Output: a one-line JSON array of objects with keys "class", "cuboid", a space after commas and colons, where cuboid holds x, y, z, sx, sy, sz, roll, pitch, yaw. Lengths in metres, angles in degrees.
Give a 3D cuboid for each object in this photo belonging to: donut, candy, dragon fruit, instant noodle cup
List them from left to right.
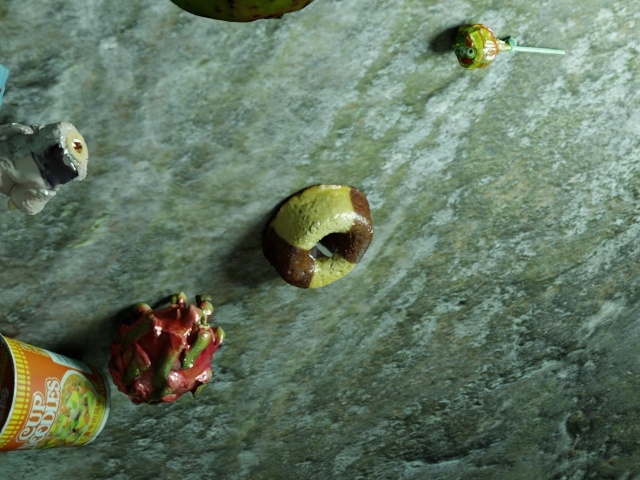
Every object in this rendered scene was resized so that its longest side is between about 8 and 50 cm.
[{"class": "instant noodle cup", "cuboid": [-0.431, 0.233, 1.682, 0.193, 0.193, 0.212, -41, 148, 21]}, {"class": "dragon fruit", "cuboid": [-0.225, 0.161, 1.718, 0.172, 0.166, 0.160, -30, 105, 25]}, {"class": "donut", "cuboid": [0.000, 0.000, 1.708, 0.166, 0.073, 0.184, 18, 125, -39]}, {"class": "candy", "cuboid": [0.263, -0.261, 1.560, 0.201, 0.060, 0.060, -4, 139, -36]}]

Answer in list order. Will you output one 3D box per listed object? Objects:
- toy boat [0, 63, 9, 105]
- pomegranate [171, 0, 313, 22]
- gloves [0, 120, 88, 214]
[{"class": "toy boat", "cuboid": [-0.424, -0.132, 1.269, 0.088, 0.102, 0.215, 32, 125, -6]}, {"class": "pomegranate", "cuboid": [-0.068, -0.355, 1.130, 0.231, 0.231, 0.286, -12, 130, -17]}, {"class": "gloves", "cuboid": [-0.349, -0.096, 1.376, 0.144, 0.094, 0.110, 1, 134, 7]}]
